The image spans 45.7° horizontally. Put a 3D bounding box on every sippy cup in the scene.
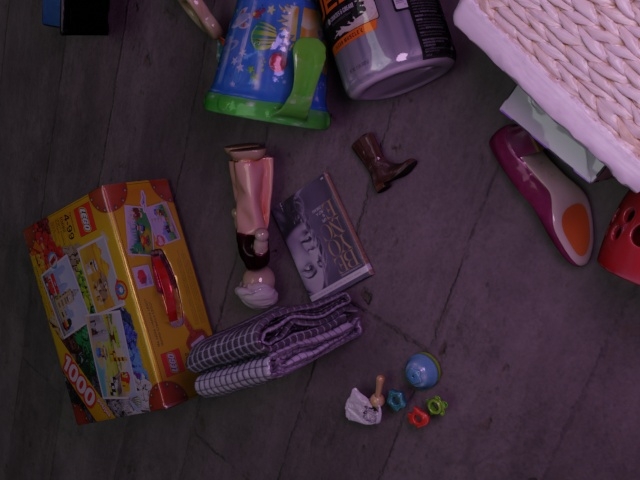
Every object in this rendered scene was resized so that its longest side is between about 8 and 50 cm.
[{"bbox_3d":[-0.082,-0.330,1.383,0.305,0.240,0.224,16,102,30],"label":"sippy cup"}]

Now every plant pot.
[{"bbox_3d":[0.486,-0.021,1.008,0.191,0.191,0.174,21,106,34],"label":"plant pot"}]

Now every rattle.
[{"bbox_3d":[-0.210,-0.483,1.579,0.200,0.142,0.130,48,158,3],"label":"rattle"}]

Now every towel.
[{"bbox_3d":[-0.085,0.188,1.443,0.235,0.283,0.121,-26,85,42],"label":"towel"}]

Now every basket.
[{"bbox_3d":[0.404,-0.288,0.896,0.331,0.328,0.266,50,139,22],"label":"basket"}]

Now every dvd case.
[{"bbox_3d":[0.000,0.000,1.510,0.164,0.018,0.221,-32,79,38],"label":"dvd case"}]

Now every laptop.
[{"bbox_3d":[-0.609,-0.677,1.738,0.236,0.408,0.382,7,106,3],"label":"laptop"}]

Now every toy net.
[{"bbox_3d":[0.143,0.304,1.439,0.232,0.045,0.122,-36,77,39],"label":"toy net"}]

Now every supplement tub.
[{"bbox_3d":[0.089,-0.406,1.249,0.193,0.193,0.316,-21,85,39],"label":"supplement tub"}]

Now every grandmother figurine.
[{"bbox_3d":[-0.136,-0.020,1.557,0.208,0.103,0.343,-120,25,-73],"label":"grandmother figurine"}]

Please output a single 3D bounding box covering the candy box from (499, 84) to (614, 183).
[{"bbox_3d":[0.370,-0.163,1.067,0.165,0.196,0.070,46,122,23],"label":"candy box"}]

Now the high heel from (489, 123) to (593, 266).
[{"bbox_3d":[0.344,-0.070,1.200,0.244,0.082,0.117,63,158,-4],"label":"high heel"}]

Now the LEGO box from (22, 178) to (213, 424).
[{"bbox_3d":[-0.471,0.152,1.803,0.372,0.193,0.501,-20,86,40],"label":"LEGO box"}]

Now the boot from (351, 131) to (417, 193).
[{"bbox_3d":[0.113,-0.159,1.381,0.106,0.037,0.114,-36,71,35],"label":"boot"}]
